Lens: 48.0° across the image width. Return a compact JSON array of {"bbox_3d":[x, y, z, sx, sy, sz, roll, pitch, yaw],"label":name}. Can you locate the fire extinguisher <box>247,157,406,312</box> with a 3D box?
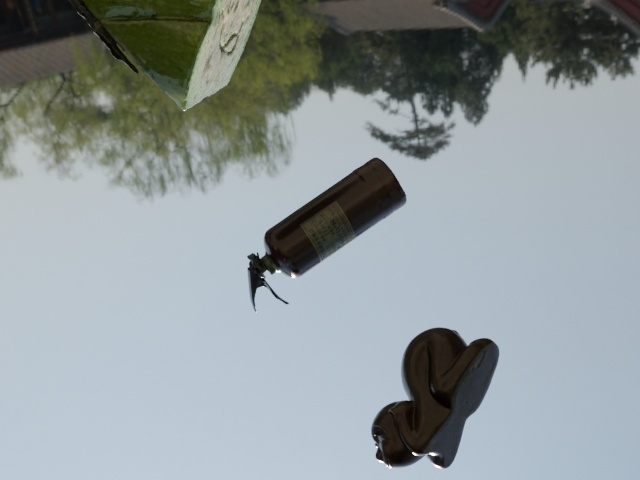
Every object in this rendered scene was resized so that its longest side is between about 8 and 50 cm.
[{"bbox_3d":[0.000,0.000,0.879,0.231,0.099,0.071,-36,-149,-6],"label":"fire extinguisher"}]

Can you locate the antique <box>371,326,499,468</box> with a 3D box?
[{"bbox_3d":[0.175,0.259,1.184,0.143,0.121,0.257,16,-110,40],"label":"antique"}]

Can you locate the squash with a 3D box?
[{"bbox_3d":[-0.228,-0.307,0.765,0.308,0.210,0.234,23,-156,-2],"label":"squash"}]
